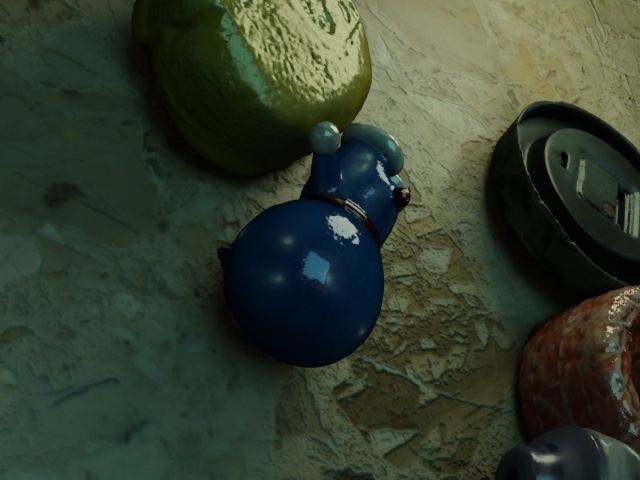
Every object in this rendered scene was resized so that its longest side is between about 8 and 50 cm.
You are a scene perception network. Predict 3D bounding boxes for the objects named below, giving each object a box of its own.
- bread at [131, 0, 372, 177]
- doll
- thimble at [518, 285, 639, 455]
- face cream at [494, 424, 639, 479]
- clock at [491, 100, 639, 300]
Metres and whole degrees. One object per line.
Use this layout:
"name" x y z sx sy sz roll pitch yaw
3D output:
"bread" -0.066 -0.205 0.812 0.269 0.148 0.270 17 63 -36
"doll" 0.000 0.000 0.749 0.257 0.161 0.215 -57 138 -37
"thimble" 0.363 0.179 0.892 0.239 0.162 0.239 14 59 -24
"face cream" 0.363 0.321 0.782 0.420 0.235 0.137 28 57 -16
"clock" 0.382 -0.053 1.039 0.325 0.067 0.325 18 50 -23
